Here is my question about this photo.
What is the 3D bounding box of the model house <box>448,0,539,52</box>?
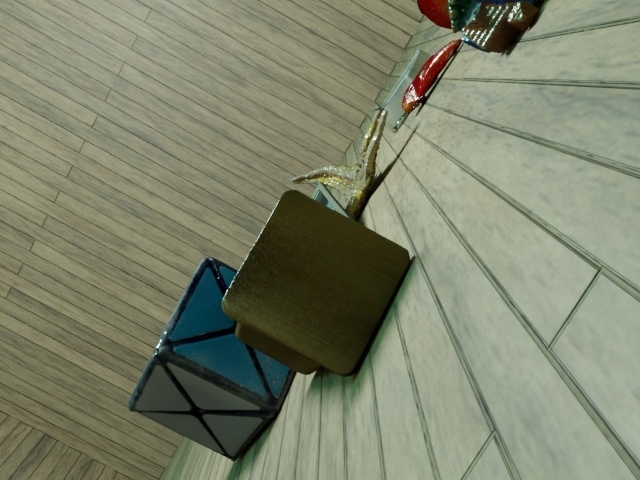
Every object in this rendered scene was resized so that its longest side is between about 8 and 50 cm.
[{"bbox_3d":[0.251,-0.336,1.162,0.148,0.119,0.149,-58,13,30],"label":"model house"}]

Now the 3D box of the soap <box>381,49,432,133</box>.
[{"bbox_3d":[0.208,-0.363,1.988,0.183,0.064,0.121,-54,7,52],"label":"soap"}]

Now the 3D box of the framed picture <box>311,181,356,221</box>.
[{"bbox_3d":[0.000,0.000,1.732,0.189,0.023,0.260,-63,24,15],"label":"framed picture"}]

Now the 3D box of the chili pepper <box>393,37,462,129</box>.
[{"bbox_3d":[0.227,-0.345,1.775,0.059,0.050,0.268,-42,-10,-48],"label":"chili pepper"}]

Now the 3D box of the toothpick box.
[{"bbox_3d":[-0.022,0.086,1.161,0.187,0.190,0.308,-63,0,-16],"label":"toothpick box"}]

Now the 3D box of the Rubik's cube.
[{"bbox_3d":[-0.188,0.231,1.568,0.255,0.259,0.260,-57,10,49],"label":"Rubik's cube"}]

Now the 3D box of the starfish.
[{"bbox_3d":[0.039,-0.098,1.869,0.384,0.132,0.398,-70,20,-3],"label":"starfish"}]

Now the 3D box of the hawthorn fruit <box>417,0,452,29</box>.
[{"bbox_3d":[0.244,-0.477,1.517,0.157,0.194,0.157,-162,90,-83],"label":"hawthorn fruit"}]
